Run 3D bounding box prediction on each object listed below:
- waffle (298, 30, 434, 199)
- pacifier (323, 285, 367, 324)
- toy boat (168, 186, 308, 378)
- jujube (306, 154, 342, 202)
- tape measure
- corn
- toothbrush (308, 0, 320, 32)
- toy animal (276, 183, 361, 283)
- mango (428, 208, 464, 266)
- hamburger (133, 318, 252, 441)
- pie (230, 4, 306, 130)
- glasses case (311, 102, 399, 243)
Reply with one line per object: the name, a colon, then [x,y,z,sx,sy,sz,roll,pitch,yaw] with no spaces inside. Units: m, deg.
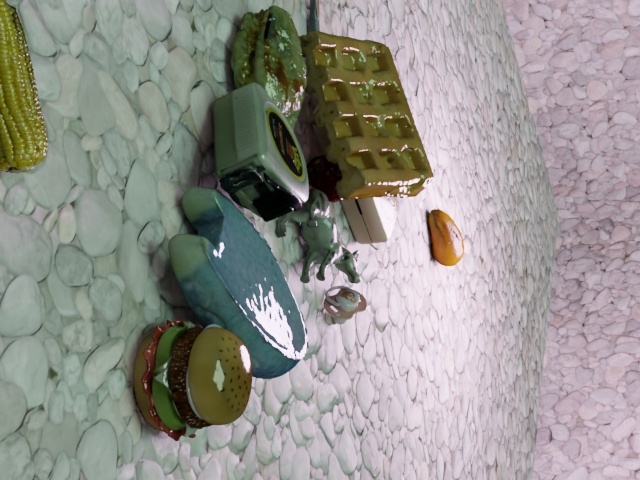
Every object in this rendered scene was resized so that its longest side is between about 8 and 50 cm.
waffle: [0.091,-0.250,1.929,0.304,0.078,0.348,-9,79,-55]
pacifier: [0.043,0.135,1.961,0.099,0.081,0.078,-26,144,-40]
toy boat: [-0.144,0.084,1.512,0.330,0.123,0.215,55,22,-33]
jujube: [0.036,-0.121,1.932,0.166,0.104,0.104,5,79,-46]
tape measure: [-0.100,-0.118,1.590,0.207,0.115,0.235,56,19,-44]
corn: [-0.360,-0.177,1.108,0.072,0.072,0.203,-27,108,-65]
toothbrush: [-0.014,-0.505,2.012,0.028,0.037,0.375,12,76,-62]
toy animal: [-0.001,0.015,1.856,0.170,0.090,0.255,-79,154,-43]
mango: [0.343,-0.010,2.626,0.105,0.084,0.159,-27,109,-71]
hamburger: [-0.169,0.191,1.366,0.175,0.137,0.175,-10,90,-66]
pie: [-0.083,-0.310,1.737,0.201,0.090,0.247,44,42,-51]
glasses case: [0.080,-0.159,2.080,0.144,0.076,0.336,-67,143,-47]
